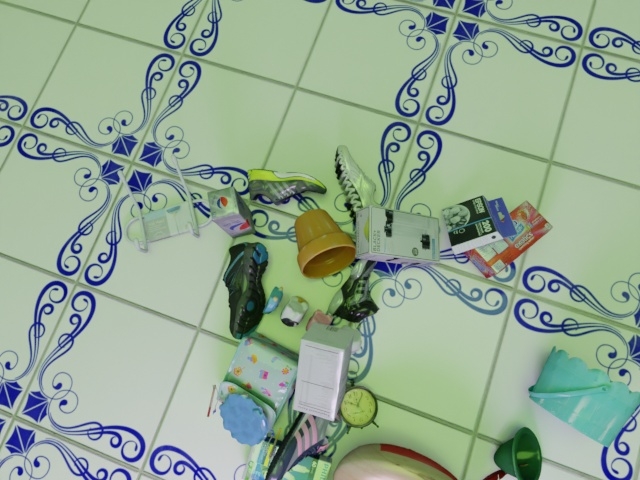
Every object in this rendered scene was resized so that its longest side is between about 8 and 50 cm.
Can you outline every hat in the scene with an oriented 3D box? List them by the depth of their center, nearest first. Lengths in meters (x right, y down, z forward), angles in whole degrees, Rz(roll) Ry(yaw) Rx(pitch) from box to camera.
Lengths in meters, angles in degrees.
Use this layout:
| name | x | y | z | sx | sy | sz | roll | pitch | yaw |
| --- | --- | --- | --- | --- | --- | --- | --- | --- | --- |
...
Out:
| name | x | y | z | sx | sy | sz | roll | pitch | yaw |
| --- | --- | --- | --- | --- | --- | --- | --- | --- | --- |
| hat | 0.574 | 0.693 | 1.447 | 0.209 | 0.184 | 0.172 | -15 | 87 | -43 |

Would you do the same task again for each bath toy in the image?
| name | x | y | z | sx | sy | sz | roll | pitch | yaw |
| --- | --- | --- | --- | --- | --- | --- | --- | --- | --- |
| bath toy | -0.027 | 0.286 | 1.528 | 0.349 | 0.151 | 0.128 | 30 | 118 | 7 |

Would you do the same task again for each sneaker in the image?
| name | x | y | z | sx | sy | sz | roll | pitch | yaw |
| --- | --- | --- | --- | --- | --- | --- | --- | --- | --- |
| sneaker | -0.045 | 0.634 | 1.402 | 0.131 | 0.112 | 0.319 | 38 | 52 | 3 |
| sneaker | 0.154 | 0.172 | 1.555 | 0.153 | 0.101 | 0.268 | 35 | 88 | 9 |
| sneaker | -0.273 | 0.173 | 1.590 | 0.140 | 0.125 | 0.340 | 3 | 79 | 33 |
| sneaker | 0.131 | -0.212 | 1.643 | 0.119 | 0.110 | 0.291 | -17 | 85 | -8 |
| sneaker | -0.125 | -0.186 | 1.658 | 0.300 | 0.111 | 0.121 | 6 | 88 | 11 |

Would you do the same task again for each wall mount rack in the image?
| name | x | y | z | sx | sy | sz | roll | pitch | yaw |
| --- | --- | --- | --- | --- | --- | --- | --- | --- | --- |
| wall mount rack | -0.583 | -0.128 | 1.651 | 0.351 | 0.130 | 0.303 | -17 | 77 | -1 |

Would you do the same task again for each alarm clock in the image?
| name | x | y | z | sx | sy | sz | roll | pitch | yaw |
| --- | --- | --- | --- | --- | --- | --- | --- | --- | --- |
| alarm clock | 0.118 | 0.528 | 1.493 | 0.130 | 0.064 | 0.191 | -10 | 74 | -3 |

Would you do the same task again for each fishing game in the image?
| name | x | y | z | sx | sy | sz | roll | pitch | yaw |
| --- | --- | --- | --- | --- | --- | --- | --- | --- | --- |
| fishing game | -0.240 | 0.560 | 1.428 | 0.264 | 0.041 | 0.189 | 23 | 114 | 19 |

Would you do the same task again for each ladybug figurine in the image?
| name | x | y | z | sx | sy | sz | roll | pitch | yaw |
| --- | --- | --- | --- | --- | --- | --- | --- | --- | --- |
| ladybug figurine | 0.262 | 0.754 | 1.356 | 0.450 | 0.162 | 0.304 | 24 | 117 | 7 |

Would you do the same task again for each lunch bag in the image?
| name | x | y | z | sx | sy | sz | roll | pitch | yaw |
| --- | --- | --- | --- | --- | --- | --- | --- | --- | --- |
| lunch bag | -0.199 | 0.467 | 1.483 | 0.224 | 0.160 | 0.262 | 27 | 91 | 8 |

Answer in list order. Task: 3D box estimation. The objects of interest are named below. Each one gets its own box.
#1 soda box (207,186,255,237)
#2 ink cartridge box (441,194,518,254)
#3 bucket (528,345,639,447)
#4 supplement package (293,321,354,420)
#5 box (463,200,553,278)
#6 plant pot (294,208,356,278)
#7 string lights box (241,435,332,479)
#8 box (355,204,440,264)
| name | x | y | z | sx | sy | sz | roll | pitch | yaw |
| --- | --- | --- | --- | --- | --- | --- | --- | --- | --- |
| soda box | -0.298 | -0.088 | 1.543 | 0.091 | 0.286 | 0.097 | -14 | 78 | -1 |
| ink cartridge box | 0.529 | -0.065 | 1.523 | 0.209 | 0.045 | 0.206 | -19 | 38 | 18 |
| bucket | 0.786 | 0.467 | 1.362 | 0.281 | 0.281 | 0.183 | 31 | 90 | 10 |
| supplement package | 0.010 | 0.400 | 1.392 | 0.139 | 0.134 | 0.243 | 12 | 106 | 15 |
| box | 0.636 | -0.001 | 1.546 | 0.257 | 0.122 | 0.128 | -39 | 78 | -5 |
| plant pot | 0.000 | 0.000 | 1.562 | 0.205 | 0.205 | 0.187 | -23 | 62 | -1 |
| string lights box | -0.105 | 0.734 | 1.456 | 0.260 | 0.076 | 0.133 | 16 | 78 | 7 |
| box | 0.262 | -0.010 | 1.523 | 0.290 | 0.087 | 0.169 | 9 | 76 | -26 |
